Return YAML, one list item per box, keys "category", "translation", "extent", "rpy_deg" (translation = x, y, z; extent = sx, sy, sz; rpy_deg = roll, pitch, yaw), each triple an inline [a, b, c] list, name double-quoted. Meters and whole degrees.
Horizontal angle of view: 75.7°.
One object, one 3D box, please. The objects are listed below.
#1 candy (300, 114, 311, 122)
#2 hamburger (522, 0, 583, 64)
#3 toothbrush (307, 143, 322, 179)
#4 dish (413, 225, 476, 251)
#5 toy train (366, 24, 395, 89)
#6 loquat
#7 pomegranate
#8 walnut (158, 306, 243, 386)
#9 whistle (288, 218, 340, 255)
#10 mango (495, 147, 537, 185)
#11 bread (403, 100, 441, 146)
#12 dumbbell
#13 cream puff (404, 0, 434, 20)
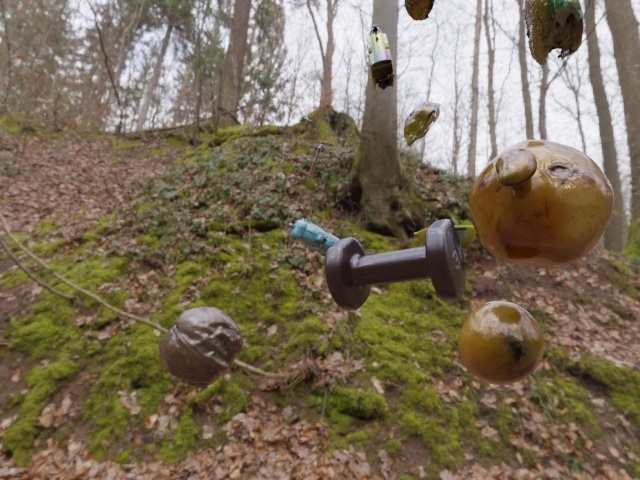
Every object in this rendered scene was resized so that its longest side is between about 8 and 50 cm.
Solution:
- category: "candy"
  translation: [-0.045, -0.399, 1.366]
  extent: [0.025, 0.023, 0.083]
  rpy_deg: [-18, 30, -13]
- category: "hamburger"
  translation: [0.874, -0.815, 1.545]
  extent: [0.167, 0.289, 0.192]
  rpy_deg: [-14, 17, 15]
- category: "toothbrush"
  translation: [-0.029, -0.356, 1.919]
  extent: [0.020, 0.025, 0.286]
  rpy_deg: [29, -26, 0]
- category: "dish"
  translation: [0.553, 0.008, 1.805]
  extent: [0.262, 0.109, 0.221]
  rpy_deg: [2, -12, -24]
- category: "toy train"
  translation: [0.242, -0.750, 1.679]
  extent: [0.100, 0.297, 0.161]
  rpy_deg: [-10, -34, 11]
- category: "loquat"
  translation: [0.563, 0.321, 1.303]
  extent: [0.262, 0.264, 0.263]
  rpy_deg: [7, -14, 2]
- category: "pomegranate"
  translation: [0.677, -0.109, 1.299]
  extent: [0.415, 0.418, 0.417]
  rpy_deg: [7, -14, 2]
- category: "walnut"
  translation: [-0.393, 0.354, 1.381]
  extent: [0.226, 0.274, 0.273]
  rpy_deg: [-5, -19, 39]
- category: "whistle"
  translation: [0.000, 0.000, 1.573]
  extent: [0.273, 0.093, 0.186]
  rpy_deg: [27, -12, -12]
- category: "mango"
  translation: [0.513, -0.194, 1.084]
  extent: [0.102, 0.085, 0.184]
  rpy_deg: [-3, 21, 30]
- category: "bread"
  translation: [0.378, -0.448, 1.546]
  extent: [0.161, 0.088, 0.233]
  rpy_deg: [-48, -6, 32]
- category: "dumbbell"
  translation: [0.129, 0.046, 0.715]
  extent: [0.225, 0.124, 0.140]
  rpy_deg: [-11, 11, 28]
- category: "cream puff"
  translation: [0.358, -0.876, 1.504]
  extent: [0.104, 0.120, 0.133]
  rpy_deg: [-7, -44, -16]
